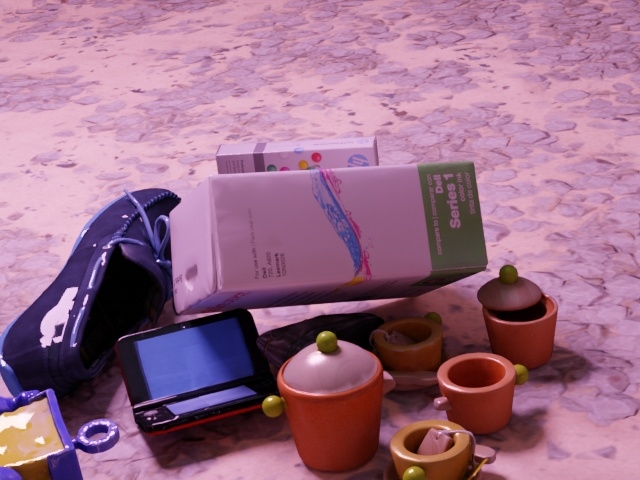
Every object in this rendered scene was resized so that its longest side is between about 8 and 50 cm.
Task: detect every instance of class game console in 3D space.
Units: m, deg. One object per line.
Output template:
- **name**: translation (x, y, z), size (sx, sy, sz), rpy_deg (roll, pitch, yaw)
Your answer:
- **game console**: translation (-0.116, 0.124, 1.366), size (0.144, 0.085, 0.124), rpy_deg (-14, 5, -14)

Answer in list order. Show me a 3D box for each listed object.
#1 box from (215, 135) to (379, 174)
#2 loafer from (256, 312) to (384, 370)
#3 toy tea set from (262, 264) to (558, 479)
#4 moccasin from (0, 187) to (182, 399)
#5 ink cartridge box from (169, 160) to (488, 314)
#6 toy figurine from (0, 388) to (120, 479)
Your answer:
- **box**: translation (-0.021, -0.046, 1.657), size (0.186, 0.145, 0.038), rpy_deg (-2, 27, 7)
- **loafer**: translation (0.005, 0.095, 1.398), size (0.061, 0.062, 0.170), rpy_deg (28, 18, 27)
- **toy tea set**: translation (0.100, 0.105, 1.315), size (0.200, 0.124, 0.336), rpy_deg (7, 28, 28)
- **moccasin**: translation (-0.209, 0.060, 1.507), size (0.116, 0.138, 0.342), rpy_deg (-9, 33, 29)
- **ink cartridge box**: translation (0.000, 0.000, 1.438), size (0.278, 0.117, 0.201), rpy_deg (-4, -9, -18)
- **toy figurine**: translation (-0.271, 0.179, 1.187), size (0.217, 0.191, 0.362), rpy_deg (-9, 25, -18)
